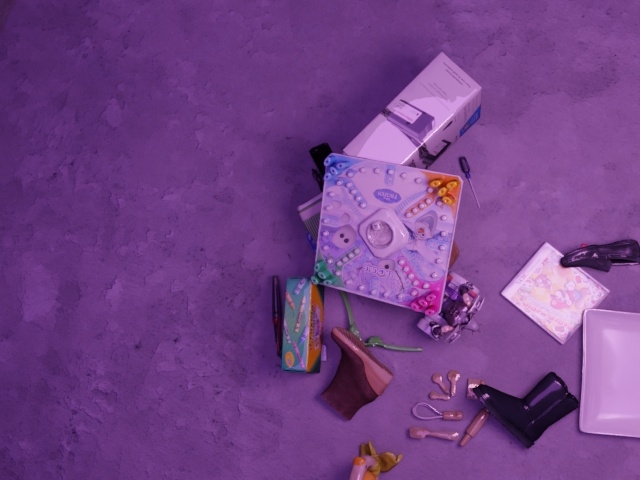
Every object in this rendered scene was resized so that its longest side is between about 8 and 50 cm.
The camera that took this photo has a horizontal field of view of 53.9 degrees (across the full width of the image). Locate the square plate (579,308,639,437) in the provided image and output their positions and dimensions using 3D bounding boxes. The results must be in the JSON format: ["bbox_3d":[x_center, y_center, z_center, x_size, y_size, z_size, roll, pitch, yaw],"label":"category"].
[{"bbox_3d":[0.903,0.372,1.741,0.348,0.049,0.343,3,83,13],"label":"square plate"}]

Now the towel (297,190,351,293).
[{"bbox_3d":[0.101,-0.019,1.900,0.248,0.038,0.324,-30,101,28],"label":"towel"}]

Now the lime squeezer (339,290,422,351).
[{"bbox_3d":[0.158,0.285,1.938,0.310,0.058,0.110,35,61,17],"label":"lime squeezer"}]

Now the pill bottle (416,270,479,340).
[{"bbox_3d":[0.372,0.196,1.861,0.108,0.108,0.193,36,91,15],"label":"pill bottle"}]

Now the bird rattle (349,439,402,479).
[{"bbox_3d":[0.125,0.709,1.811,0.143,0.207,0.253,10,75,33],"label":"bird rattle"}]

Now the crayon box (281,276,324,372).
[{"bbox_3d":[-0.051,0.260,1.911,0.081,0.165,0.278,0,78,14],"label":"crayon box"}]

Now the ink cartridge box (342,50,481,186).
[{"bbox_3d":[0.277,-0.316,1.862,0.395,0.285,0.166,-44,76,5],"label":"ink cartridge box"}]

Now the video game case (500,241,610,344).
[{"bbox_3d":[0.682,0.152,1.837,0.227,0.026,0.206,41,93,15],"label":"video game case"}]

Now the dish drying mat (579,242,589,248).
[{"bbox_3d":[0.794,0.043,1.835,0.083,0.008,0.032,34,90,15],"label":"dish drying mat"}]

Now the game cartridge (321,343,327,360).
[{"bbox_3d":[-0.021,0.350,1.981,0.083,0.017,0.055,-2,78,13],"label":"game cartridge"}]

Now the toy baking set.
[{"bbox_3d":[0.386,0.503,1.859,0.197,0.030,0.256,31,84,21],"label":"toy baking set"}]

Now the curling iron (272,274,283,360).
[{"bbox_3d":[-0.125,0.246,2.010,0.068,0.035,0.273,-11,81,7],"label":"curling iron"}]

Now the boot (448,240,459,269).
[{"bbox_3d":[0.295,-0.031,1.883,0.115,0.112,0.305,-43,104,-5],"label":"boot"}]

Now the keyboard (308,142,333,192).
[{"bbox_3d":[0.019,-0.220,2.048,0.100,0.038,0.192,-23,76,-15],"label":"keyboard"}]

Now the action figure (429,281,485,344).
[{"bbox_3d":[0.340,0.171,1.771,0.285,0.099,0.185,38,85,26],"label":"action figure"}]

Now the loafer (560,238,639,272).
[{"bbox_3d":[0.798,0.052,1.785,0.223,0.076,0.078,-9,67,2],"label":"loafer"}]

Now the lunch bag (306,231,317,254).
[{"bbox_3d":[0.000,0.000,1.998,0.067,0.065,0.098,-30,77,8],"label":"lunch bag"}]

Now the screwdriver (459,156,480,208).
[{"bbox_3d":[0.462,-0.179,1.935,0.024,0.025,0.169,-19,78,10],"label":"screwdriver"}]

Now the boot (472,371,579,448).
[{"bbox_3d":[0.577,0.437,1.768,0.246,0.094,0.207,44,96,-5],"label":"boot"}]

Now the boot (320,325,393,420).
[{"bbox_3d":[0.070,0.401,1.887,0.248,0.090,0.207,45,102,-4],"label":"boot"}]

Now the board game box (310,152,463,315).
[{"bbox_3d":[0.165,-0.017,1.726,0.390,0.050,0.389,14,107,24],"label":"board game box"}]
